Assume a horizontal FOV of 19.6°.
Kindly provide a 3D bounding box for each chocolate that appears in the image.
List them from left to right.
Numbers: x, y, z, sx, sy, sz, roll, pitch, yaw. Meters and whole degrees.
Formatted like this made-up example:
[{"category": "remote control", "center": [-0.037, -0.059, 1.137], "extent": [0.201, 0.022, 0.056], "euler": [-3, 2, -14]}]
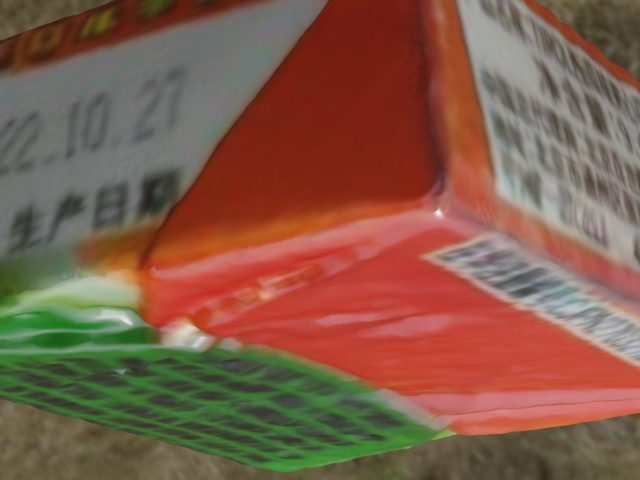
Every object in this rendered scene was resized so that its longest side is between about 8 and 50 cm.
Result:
[{"category": "chocolate", "center": [0.000, 0.000, 0.921], "extent": [0.341, 0.161, 0.360], "euler": [-13, 158, 31]}]
